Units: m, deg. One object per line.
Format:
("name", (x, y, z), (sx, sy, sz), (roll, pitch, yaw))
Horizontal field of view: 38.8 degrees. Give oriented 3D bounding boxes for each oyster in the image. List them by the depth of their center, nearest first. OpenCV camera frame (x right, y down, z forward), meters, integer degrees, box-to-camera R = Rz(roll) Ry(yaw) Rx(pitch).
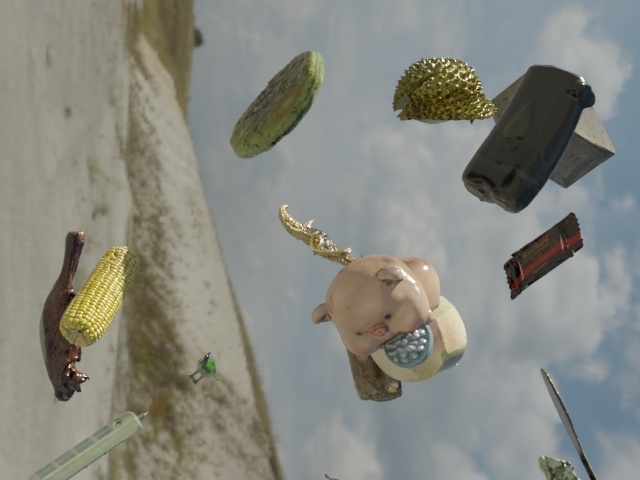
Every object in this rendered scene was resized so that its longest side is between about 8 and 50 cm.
("oyster", (0.600, 0.655, 2.155), (0.199, 0.087, 0.252), (-105, -179, -72))

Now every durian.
("durian", (0.267, -0.312, 1.894), (0.193, 0.237, 0.138), (4, -86, 36))

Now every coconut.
("coconut", (0.227, 0.238, 2.167), (0.197, 0.236, 0.237), (64, -18, 8))

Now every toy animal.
("toy animal", (0.132, 0.112, 1.783), (0.210, 0.229, 0.221), (-37, -160, 30))
("toy animal", (-0.292, 0.335, 2.280), (0.041, 0.075, 0.217), (47, -16, 21))

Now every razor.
("razor", (0.476, -0.234, 2.090), (0.349, 0.113, 0.204), (-58, -142, 3))

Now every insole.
("insole", (0.565, 0.443, 2.003), (0.119, 0.009, 0.348), (57, 8, -79))

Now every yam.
("yam", (0.141, 0.328, 2.509), (0.129, 0.128, 0.238), (-35, -115, 57))

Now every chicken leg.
("chicken leg", (-0.610, 0.176, 2.156), (0.158, 0.096, 0.407), (-8, -102, 53))

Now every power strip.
("power strip", (-0.377, 0.342, 1.485), (0.029, 0.227, 0.080), (60, -24, -8))

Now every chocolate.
("chocolate", (0.382, 0.028, 1.562), (0.182, 0.028, 0.086), (-44, -143, 37))

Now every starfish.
("starfish", (-0.002, 0.001, 2.077), (0.071, 0.238, 0.216), (-52, -176, -2))

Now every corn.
("corn", (-0.460, 0.118, 1.908), (0.244, 0.093, 0.093), (-67, 175, -45))

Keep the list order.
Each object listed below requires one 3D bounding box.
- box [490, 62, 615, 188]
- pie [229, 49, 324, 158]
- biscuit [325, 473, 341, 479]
("box", (0.666, -0.323, 2.624), (0.190, 0.297, 0.225), (-40, -132, 32))
("pie", (-0.099, -0.329, 2.139), (0.323, 0.070, 0.323), (-42, -154, 26))
("biscuit", (0.137, 0.628, 2.164), (0.026, 0.292, 0.048), (-63, -166, -9))
